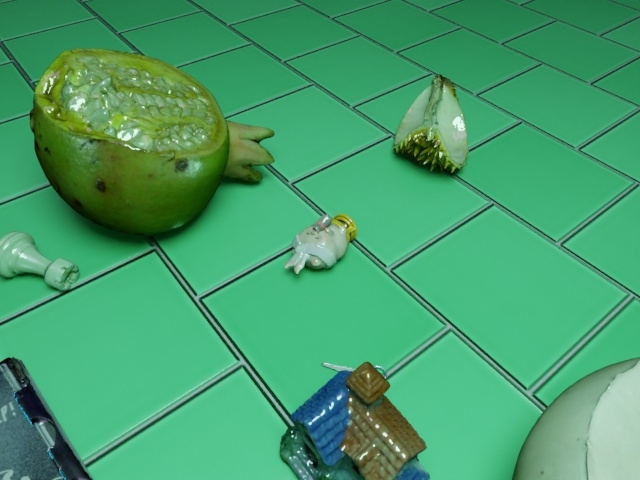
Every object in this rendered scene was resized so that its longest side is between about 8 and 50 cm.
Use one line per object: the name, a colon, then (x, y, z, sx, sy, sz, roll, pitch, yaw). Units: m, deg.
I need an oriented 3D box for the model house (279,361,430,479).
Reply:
model house: (0.035, 0.195, 0.499, 0.119, 0.148, 0.148, -30, 51, -25)

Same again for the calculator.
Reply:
calculator: (-0.350, 0.249, 0.523, 0.166, 0.028, 0.274, -36, 55, -26)

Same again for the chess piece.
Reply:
chess piece: (-0.398, 0.033, 0.707, 0.103, 0.067, 0.067, 21, 49, 6)

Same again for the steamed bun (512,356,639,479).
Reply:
steamed bun: (0.317, 0.257, 0.405, 0.324, 0.206, 0.324, 0, 44, 0)

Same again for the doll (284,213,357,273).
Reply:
doll: (0.000, 0.000, 0.729, 0.073, 0.084, 0.127, 31, 46, 26)

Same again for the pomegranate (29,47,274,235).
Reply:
pomegranate: (-0.254, -0.130, 0.780, 0.358, 0.216, 0.310, 7, 37, -38)

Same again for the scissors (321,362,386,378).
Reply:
scissors: (0.041, 0.165, 0.626, 0.083, 0.006, 0.036, 12, 49, 10)

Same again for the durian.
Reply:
durian: (0.206, -0.203, 0.892, 0.144, 0.139, 0.252, 21, 49, 12)
